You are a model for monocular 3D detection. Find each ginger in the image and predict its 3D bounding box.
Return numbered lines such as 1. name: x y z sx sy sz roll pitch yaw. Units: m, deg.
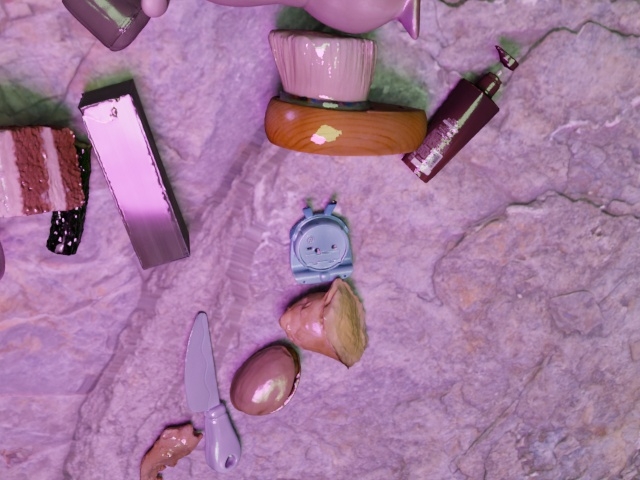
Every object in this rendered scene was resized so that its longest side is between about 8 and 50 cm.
1. ginger: 0.010 0.163 1.284 0.122 0.115 0.193 -8 138 23
2. ginger: -0.292 0.406 1.352 0.069 0.051 0.173 31 112 -29

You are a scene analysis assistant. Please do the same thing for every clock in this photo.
1. clock: 0.000 0.000 1.220 0.108 0.045 0.147 -9 116 -9

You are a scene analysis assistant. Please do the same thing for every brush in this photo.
1. brush: 0.048 -0.217 1.069 0.266 0.174 0.166 1 107 -26

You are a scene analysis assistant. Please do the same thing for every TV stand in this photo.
1. TV stand: -0.276 -0.097 1.090 0.082 0.088 0.270 -15 117 -3

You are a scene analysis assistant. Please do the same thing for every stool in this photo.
1. stool: -0.289 -0.321 0.979 0.110 0.096 0.096 40 102 -21

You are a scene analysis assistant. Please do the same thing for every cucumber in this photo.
1. cucumber: -0.383 -0.066 1.101 0.058 0.058 0.187 7 114 -15

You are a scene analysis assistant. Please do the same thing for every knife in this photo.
1. knife: -0.206 0.285 1.304 0.080 0.044 0.332 -28 120 -35

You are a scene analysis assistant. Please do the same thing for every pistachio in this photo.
1. pistachio: -0.096 0.252 1.293 0.113 0.113 0.149 39 87 -25

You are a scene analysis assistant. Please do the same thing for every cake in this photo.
1. cake: -0.429 -0.093 0.998 0.135 0.147 0.135 1 108 23

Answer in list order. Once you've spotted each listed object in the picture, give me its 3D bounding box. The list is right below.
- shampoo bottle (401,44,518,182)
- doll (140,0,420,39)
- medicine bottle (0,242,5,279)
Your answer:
1. shampoo bottle: 0.226 -0.202 1.162 0.068 0.067 0.236 33 104 -34
2. doll: -0.040 -0.394 0.932 0.370 0.215 0.226 2 130 -11
3. medicine bottle: -0.636 0.055 0.992 0.324 0.256 0.256 -30 117 1
